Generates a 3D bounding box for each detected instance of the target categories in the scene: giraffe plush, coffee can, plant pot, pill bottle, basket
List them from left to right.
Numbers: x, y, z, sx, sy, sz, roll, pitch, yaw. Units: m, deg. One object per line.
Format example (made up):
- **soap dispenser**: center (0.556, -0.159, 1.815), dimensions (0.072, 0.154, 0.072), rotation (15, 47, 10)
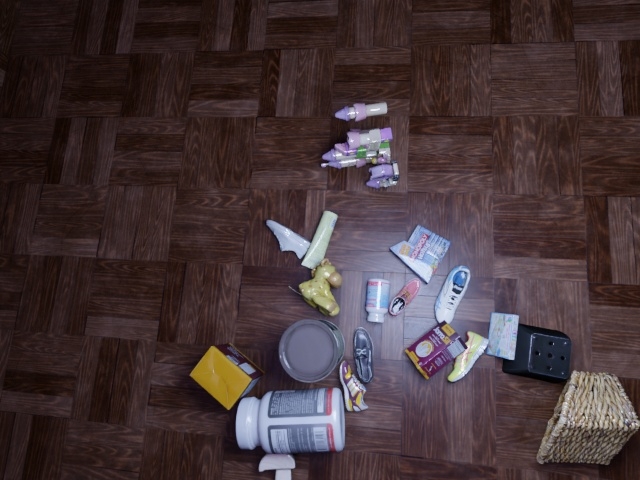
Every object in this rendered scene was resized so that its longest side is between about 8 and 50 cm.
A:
- **pill bottle**: center (-0.102, 0.642, 1.447), dimensions (0.362, 0.210, 0.210), rotation (-5, 78, 7)
- **coffee can**: center (-0.022, 0.384, 1.452), dimensions (0.201, 0.275, 0.202), rotation (-1, 78, 7)
- **giraffe plush**: center (0.011, 0.168, 1.552), dimensions (0.210, 0.181, 0.170), rotation (37, 73, -4)
- **pill bottle**: center (0.217, 0.229, 1.547), dimensions (0.087, 0.087, 0.160), rotation (4, 79, 8)
- **plant pot**: center (0.761, 0.392, 1.403), dimensions (0.188, 0.167, 0.188), rotation (10, 81, 8)
- **basket**: center (0.807, 0.554, 1.298), dimensions (0.223, 0.299, 0.213), rotation (-2, 41, 8)

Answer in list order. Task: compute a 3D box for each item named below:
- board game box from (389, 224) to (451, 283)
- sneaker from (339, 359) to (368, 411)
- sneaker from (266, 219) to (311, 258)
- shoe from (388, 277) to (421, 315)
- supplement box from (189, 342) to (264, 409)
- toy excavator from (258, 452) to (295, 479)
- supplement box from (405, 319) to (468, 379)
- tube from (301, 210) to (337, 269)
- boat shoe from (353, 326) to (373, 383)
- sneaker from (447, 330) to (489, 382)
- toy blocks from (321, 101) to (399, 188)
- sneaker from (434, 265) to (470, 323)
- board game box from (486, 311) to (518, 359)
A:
- **board game box**: center (0.377, 0.038, 1.577), dimensions (0.194, 0.060, 0.194), rotation (29, 84, 11)
- **sneaker**: center (0.127, 0.535, 1.504), dimensions (0.083, 0.069, 0.186), rotation (-13, 86, 20)
- **sneaker**: center (-0.147, -0.005, 1.652), dimensions (0.212, 0.080, 0.094), rotation (33, 97, 11)
- **shoe**: center (0.323, 0.214, 1.538), dimensions (0.063, 0.081, 0.178), rotation (40, 86, 13)
- **supplement box**: center (-0.341, 0.497, 1.513), dimensions (0.191, 0.194, 0.129), rotation (36, 86, 12)
- **toy excavator**: center (-0.224, 1.024, 1.414), dimensions (0.445, 0.222, 0.433), rotation (-25, 76, -12)
- **supplement box**: center (0.417, 0.393, 1.464), dimensions (0.188, 0.104, 0.081), rotation (-39, 120, 2)
- **tube**: center (0.000, 0.000, 1.632), dimensions (0.070, 0.062, 0.240), rotation (18, 82, 9)
- **boat shoe**: center (0.164, 0.431, 1.526), dimensions (0.075, 0.065, 0.206), rotation (-7, 78, 6)
- **sneaker**: center (0.519, 0.423, 1.481), dimensions (0.094, 0.081, 0.208), rotation (36, 80, 21)
- **toy blocks**: center (0.133, -0.332, 1.568), dimensions (0.260, 0.288, 0.309), rotation (-9, 80, -1)
- **sneaker**: center (0.492, 0.203, 1.517), dimensions (0.085, 0.086, 0.237), rotation (22, 84, 9)
- **board game box**: center (0.654, 0.341, 1.460), dimensions (0.026, 0.103, 0.154), rotation (15, 81, -21)
